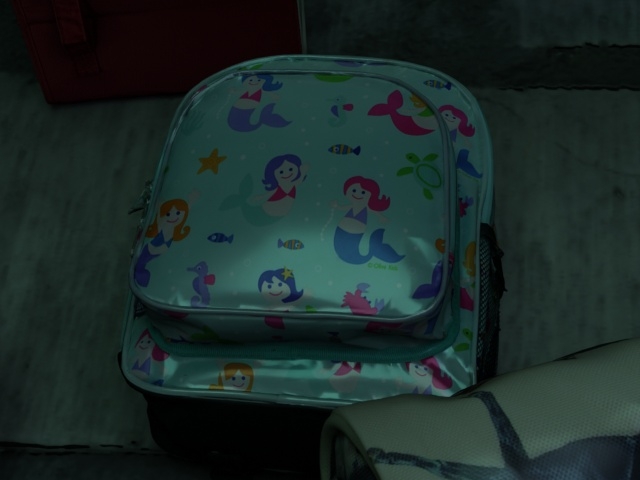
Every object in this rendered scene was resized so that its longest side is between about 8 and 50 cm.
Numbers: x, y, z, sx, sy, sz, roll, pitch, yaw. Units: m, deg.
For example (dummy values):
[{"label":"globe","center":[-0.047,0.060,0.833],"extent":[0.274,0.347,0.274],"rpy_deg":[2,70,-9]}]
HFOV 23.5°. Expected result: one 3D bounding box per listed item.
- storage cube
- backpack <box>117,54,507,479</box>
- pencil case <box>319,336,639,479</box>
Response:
[{"label":"storage cube","center":[-0.114,-0.227,1.082],"extent":[0.193,0.184,0.215],"rpy_deg":[-6,56,1]},{"label":"backpack","center":[0.000,0.000,0.927],"extent":[0.225,0.191,0.253],"rpy_deg":[4,52,10]},{"label":"pencil case","center":[0.192,0.107,0.783],"extent":[0.410,0.183,0.160],"rpy_deg":[-18,83,-12]}]
